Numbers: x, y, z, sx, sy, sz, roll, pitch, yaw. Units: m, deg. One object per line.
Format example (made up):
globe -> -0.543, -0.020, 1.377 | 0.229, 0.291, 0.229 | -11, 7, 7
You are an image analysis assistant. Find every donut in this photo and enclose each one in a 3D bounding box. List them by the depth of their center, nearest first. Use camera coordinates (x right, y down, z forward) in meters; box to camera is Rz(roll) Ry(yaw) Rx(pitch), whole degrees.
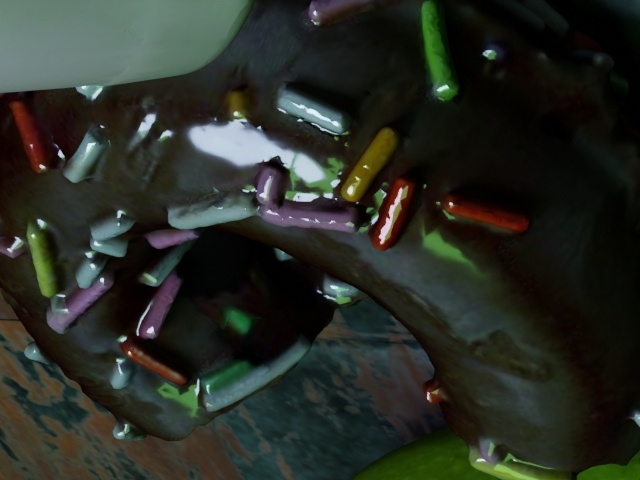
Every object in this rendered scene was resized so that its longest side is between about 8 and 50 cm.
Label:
donut -> -0.014, -0.015, 0.753 | 0.345, 0.136, 0.259 | 1, 141, 33

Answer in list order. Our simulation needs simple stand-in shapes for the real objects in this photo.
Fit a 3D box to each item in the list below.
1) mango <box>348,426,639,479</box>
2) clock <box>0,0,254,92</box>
mango -> 0.122, 0.152, 0.836 | 0.192, 0.156, 0.343 | 1, 163, -37
clock -> -0.059, -0.215, 0.428 | 0.114, 0.284, 0.309 | -8, 156, -29
